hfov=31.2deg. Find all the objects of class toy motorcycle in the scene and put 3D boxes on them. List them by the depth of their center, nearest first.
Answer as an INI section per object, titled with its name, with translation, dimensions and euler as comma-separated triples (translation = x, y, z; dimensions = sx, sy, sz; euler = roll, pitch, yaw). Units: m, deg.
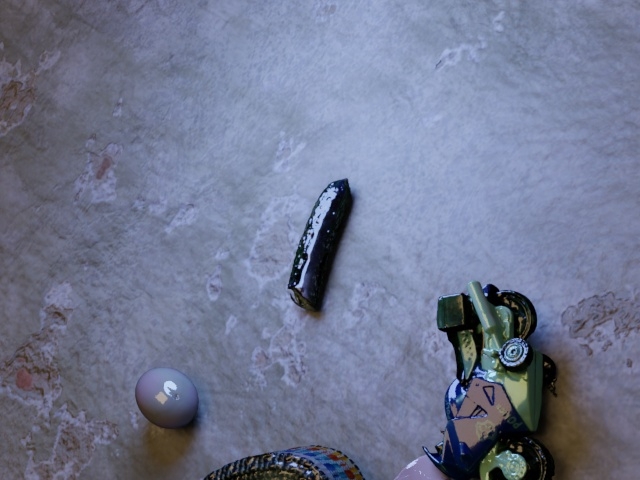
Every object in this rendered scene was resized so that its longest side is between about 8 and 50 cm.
[toy motorcycle]
translation = 0.242, 0.228, 1.689
dimensions = 0.196, 0.125, 0.331
euler = -15, 64, 30

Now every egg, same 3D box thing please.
[egg]
translation = -0.276, 0.281, 2.055
dimensions = 0.135, 0.103, 0.103
euler = 30, 88, 44

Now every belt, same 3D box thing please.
[belt]
translation = -0.064, 0.433, 1.794
dimensions = 0.295, 0.160, 0.206
euler = -25, 73, 27

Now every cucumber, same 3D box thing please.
[cucumber]
translation = -0.003, 0.000, 2.012
dimensions = 0.067, 0.067, 0.245
euler = 3, 70, 38

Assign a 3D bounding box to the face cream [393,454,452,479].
[face cream]
translation = 0.194, 0.435, 1.650
dimensions = 0.107, 0.073, 0.269
euler = -45, 50, 6
